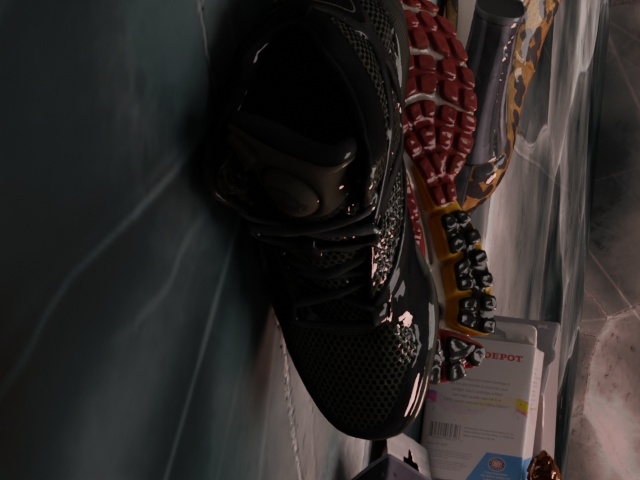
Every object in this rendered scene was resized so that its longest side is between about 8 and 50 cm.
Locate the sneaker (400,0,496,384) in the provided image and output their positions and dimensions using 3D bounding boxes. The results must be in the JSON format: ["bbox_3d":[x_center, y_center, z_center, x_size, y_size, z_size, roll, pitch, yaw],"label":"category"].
[{"bbox_3d":[0.030,-0.033,0.677,0.092,0.088,0.225,-13,-101,63],"label":"sneaker"}]

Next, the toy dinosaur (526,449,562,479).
[{"bbox_3d":[0.196,0.324,1.073,0.322,0.164,0.218,58,30,-21],"label":"toy dinosaur"}]

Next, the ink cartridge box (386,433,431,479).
[{"bbox_3d":[0.057,0.270,0.941,0.189,0.066,0.232,48,31,-69],"label":"ink cartridge box"}]

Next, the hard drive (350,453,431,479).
[{"bbox_3d":[0.087,0.273,0.827,0.254,0.054,0.172,45,43,-36],"label":"hard drive"}]

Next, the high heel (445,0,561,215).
[{"bbox_3d":[0.134,-0.140,1.004,0.261,0.093,0.186,-63,166,-58],"label":"high heel"}]

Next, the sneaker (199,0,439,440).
[{"bbox_3d":[0.000,0.000,0.554,0.130,0.087,0.228,-44,134,-64],"label":"sneaker"}]

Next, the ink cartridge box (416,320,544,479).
[{"bbox_3d":[0.146,0.143,1.092,0.090,0.092,0.143,30,67,-72],"label":"ink cartridge box"}]

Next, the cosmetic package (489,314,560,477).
[{"bbox_3d":[0.185,0.206,1.244,0.127,0.107,0.238,-58,147,-57],"label":"cosmetic package"}]
